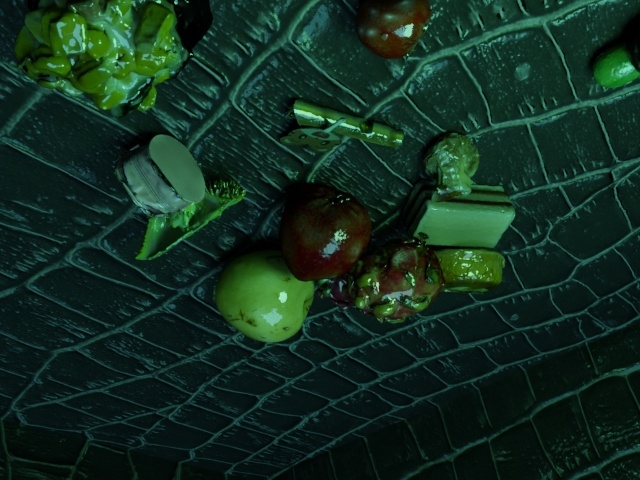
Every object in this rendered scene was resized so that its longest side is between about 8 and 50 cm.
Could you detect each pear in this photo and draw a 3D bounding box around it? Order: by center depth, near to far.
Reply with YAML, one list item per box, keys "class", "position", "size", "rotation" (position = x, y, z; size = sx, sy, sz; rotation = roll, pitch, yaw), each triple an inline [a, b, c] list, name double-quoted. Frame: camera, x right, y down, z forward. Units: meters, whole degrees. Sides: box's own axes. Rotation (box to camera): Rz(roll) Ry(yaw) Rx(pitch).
- class: "pear"
  position: [-0.171, 0.171, 2.009]
  size: [0.310, 0.309, 0.309]
  rotation: [-8, 143, -6]

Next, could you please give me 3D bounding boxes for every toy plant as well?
- class: "toy plant"
  position: [0.816, -0.460, 1.572]
  size: [0.218, 0.175, 0.235]
  rotation: [-8, 169, -15]

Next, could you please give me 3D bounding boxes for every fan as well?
- class: "fan"
  position: [0.002, -0.272, 1.627]
  size: [0.153, 0.008, 0.227]
  rotation: [11, 163, -27]

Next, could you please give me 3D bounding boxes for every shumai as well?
- class: "shumai"
  position: [0.377, -0.192, 1.805]
  size: [0.162, 0.152, 0.209]
  rotation: [-8, 145, 6]

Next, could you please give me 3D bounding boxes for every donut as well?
- class: "donut"
  position: [0.442, 0.107, 2.108]
  size: [0.331, 0.159, 0.330]
  rotation: [9, 168, 2]

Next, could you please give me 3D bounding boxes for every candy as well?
- class: "candy"
  position: [0.428, -0.078, 1.976]
  size: [0.321, 0.135, 0.179]
  rotation: [3, 139, -19]

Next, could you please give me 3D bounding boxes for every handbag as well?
- class: "handbag"
  position: [-0.399, -0.158, 1.601]
  size: [0.117, 0.179, 0.205]
  rotation: [-28, 104, 25]

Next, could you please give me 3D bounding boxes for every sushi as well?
- class: "sushi"
  position: [-0.383, -0.385, 1.198]
  size: [0.329, 0.285, 0.328]
  rotation: [23, 141, -40]

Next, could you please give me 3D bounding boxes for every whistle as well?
- class: "whistle"
  position: [0.066, -0.298, 1.649]
  size: [0.327, 0.057, 0.068]
  rotation: [9, 160, -23]

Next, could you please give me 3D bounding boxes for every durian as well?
- class: "durian"
  position: [-0.345, -0.063, 1.748]
  size: [0.356, 0.169, 0.157]
  rotation: [-30, 138, 24]

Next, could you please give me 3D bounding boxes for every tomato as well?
- class: "tomato"
  position: [0.155, -0.473, 1.378]
  size: [0.168, 0.167, 0.167]
  rotation: [-8, 143, -6]

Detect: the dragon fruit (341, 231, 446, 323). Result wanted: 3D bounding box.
- class: "dragon fruit"
  position: [0.211, 0.124, 1.884]
  size: [0.291, 0.250, 0.269]
  rotation: [-18, -177, -25]

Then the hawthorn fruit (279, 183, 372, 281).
- class: "hawthorn fruit"
  position: [0.000, 0.000, 1.825]
  size: [0.266, 0.265, 0.307]
  rotation: [10, 119, -26]

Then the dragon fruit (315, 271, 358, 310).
- class: "dragon fruit"
  position: [0.069, 0.115, 2.061]
  size: [0.273, 0.218, 0.198]
  rotation: [19, 170, -34]
